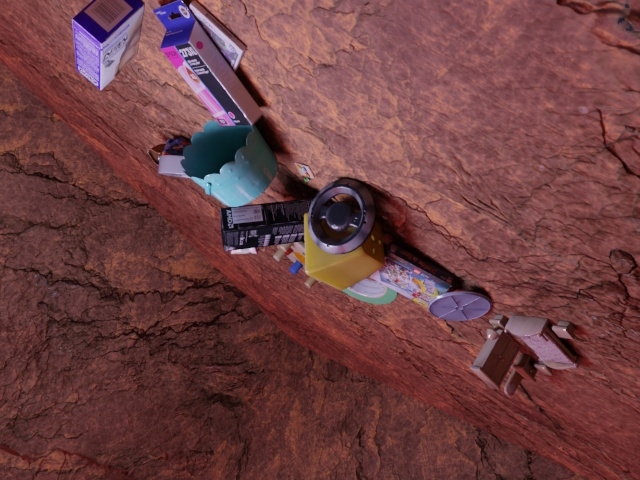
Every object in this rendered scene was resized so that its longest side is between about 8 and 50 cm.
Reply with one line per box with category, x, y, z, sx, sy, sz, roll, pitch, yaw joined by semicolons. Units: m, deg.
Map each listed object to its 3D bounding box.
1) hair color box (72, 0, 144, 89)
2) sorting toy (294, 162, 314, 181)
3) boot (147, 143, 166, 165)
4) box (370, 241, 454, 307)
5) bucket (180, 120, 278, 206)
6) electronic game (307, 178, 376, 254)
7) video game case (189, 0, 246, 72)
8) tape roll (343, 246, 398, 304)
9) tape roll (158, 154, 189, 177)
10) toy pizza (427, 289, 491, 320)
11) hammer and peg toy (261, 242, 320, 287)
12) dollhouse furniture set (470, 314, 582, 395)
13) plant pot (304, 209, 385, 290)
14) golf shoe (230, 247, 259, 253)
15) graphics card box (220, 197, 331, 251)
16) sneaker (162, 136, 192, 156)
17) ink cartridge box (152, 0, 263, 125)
hair color box;-0.648;-0.614;1.607;0.110;0.185;0.339;41;161;-15
sorting toy;-0.048;-0.218;1.721;0.062;0.012;0.083;21;154;39
boot;-0.637;-0.336;2.260;0.197;0.073;0.152;39;-156;3
box;0.296;0.118;1.720;0.233;0.044;0.159;28;139;2
bucket;-0.284;-0.255;1.682;0.281;0.281;0.183;20;159;41
electronic game;0.061;-0.072;1.567;0.229;0.229;0.048;24;-177;33
video game case;-0.291;-0.531;1.424;0.173;0.022;0.190;41;160;-9
tape roll;0.149;0.107;1.932;0.321;0.077;0.321;24;150;15
tape roll;-0.544;-0.295;2.139;0.219;0.072;0.219;5;-178;0
toy pizza;0.445;0.204;1.692;0.201;0.032;0.201;3;147;2
hammer and peg toy;-0.110;0.039;2.239;0.361;0.127;0.266;41;161;1
dollhouse furniture set;0.666;0.394;1.628;0.303;0.174;0.355;43;160;-17
plant pot;0.086;0.016;1.666;0.187;0.212;0.212;-17;152;31
golf shoe;-0.356;-0.027;2.364;0.306;0.140;0.115;-118;18;-65
graphics card box;-0.159;-0.054;1.830;0.233;0.371;0.094;117;143;-71
sneaker;-0.559;-0.377;2.140;0.221;0.087;0.083;7;-177;28
ink cartridge box;-0.327;-0.481;1.478;0.176;0.069;0.371;14;148;48
